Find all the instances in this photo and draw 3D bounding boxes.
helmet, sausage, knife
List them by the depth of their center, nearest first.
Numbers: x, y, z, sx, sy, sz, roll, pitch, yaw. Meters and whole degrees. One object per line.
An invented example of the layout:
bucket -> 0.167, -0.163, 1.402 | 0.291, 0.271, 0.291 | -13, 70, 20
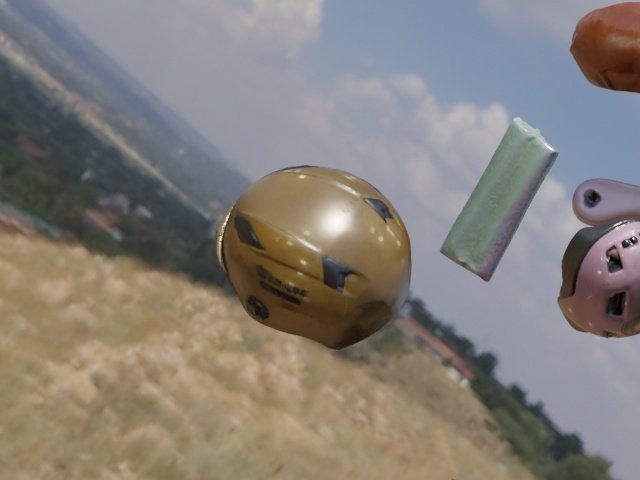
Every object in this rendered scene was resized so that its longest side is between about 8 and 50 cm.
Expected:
helmet -> 0.000, 0.000, 1.420 | 0.224, 0.198, 0.130 | 34, -29, 6
sausage -> 0.466, -0.260, 1.792 | 0.258, 0.133, 0.133 | 17, -15, 38
knife -> 0.533, -0.038, 1.899 | 0.335, 0.081, 0.043 | 6, -14, 10
helmet -> 0.500, 0.074, 2.152 | 0.154, 0.198, 0.253 | -130, -160, -56

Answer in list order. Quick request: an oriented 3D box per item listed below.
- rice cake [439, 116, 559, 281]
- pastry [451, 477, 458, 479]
rice cake -> 0.239, -0.052, 1.745 | 0.080, 0.222, 0.042 | 35, 26, 17
pastry -> 0.195, 0.562, 1.866 | 0.337, 0.405, 0.292 | 47, 7, 20
